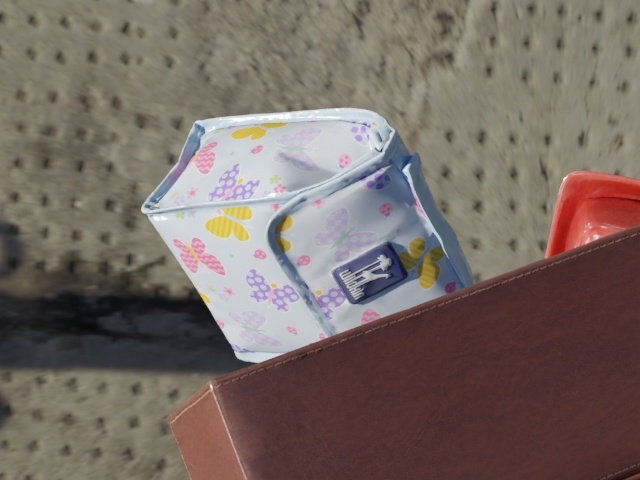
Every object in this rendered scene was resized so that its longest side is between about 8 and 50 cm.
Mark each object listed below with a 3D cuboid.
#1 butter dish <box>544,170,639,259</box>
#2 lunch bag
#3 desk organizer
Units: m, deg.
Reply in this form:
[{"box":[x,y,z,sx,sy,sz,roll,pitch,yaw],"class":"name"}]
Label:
[{"box":[0.261,0.039,1.513,0.160,0.118,0.160,12,112,9],"class":"butter dish"},{"box":[0.000,0.000,0.548,0.083,0.071,0.053,-3,43,32],"class":"lunch bag"},{"box":[0.038,0.036,0.388,0.130,0.047,0.050,-19,81,-20],"class":"desk organizer"}]
